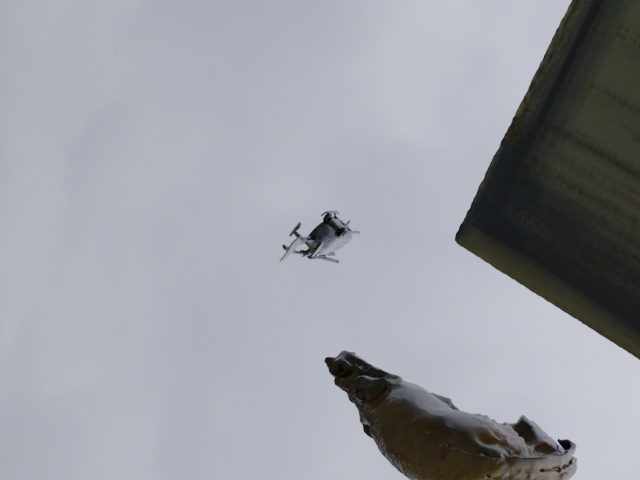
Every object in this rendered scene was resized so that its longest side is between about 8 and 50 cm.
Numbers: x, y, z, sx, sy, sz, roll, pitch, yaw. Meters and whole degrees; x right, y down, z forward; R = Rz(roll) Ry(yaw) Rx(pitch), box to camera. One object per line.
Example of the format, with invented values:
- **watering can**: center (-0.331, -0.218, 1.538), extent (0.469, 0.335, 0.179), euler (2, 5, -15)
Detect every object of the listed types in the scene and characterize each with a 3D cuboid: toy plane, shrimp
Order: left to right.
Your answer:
- **toy plane**: center (0.000, 0.000, 1.479), extent (0.031, 0.121, 0.049), euler (45, -74, 17)
- **shrimp**: center (0.081, 0.133, 1.125), extent (0.262, 0.117, 0.066), euler (-145, -112, -68)

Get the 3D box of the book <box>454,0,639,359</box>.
- **book**: center (0.245, -0.081, 1.060), extent (0.228, 0.018, 0.322), euler (34, -69, 24)
